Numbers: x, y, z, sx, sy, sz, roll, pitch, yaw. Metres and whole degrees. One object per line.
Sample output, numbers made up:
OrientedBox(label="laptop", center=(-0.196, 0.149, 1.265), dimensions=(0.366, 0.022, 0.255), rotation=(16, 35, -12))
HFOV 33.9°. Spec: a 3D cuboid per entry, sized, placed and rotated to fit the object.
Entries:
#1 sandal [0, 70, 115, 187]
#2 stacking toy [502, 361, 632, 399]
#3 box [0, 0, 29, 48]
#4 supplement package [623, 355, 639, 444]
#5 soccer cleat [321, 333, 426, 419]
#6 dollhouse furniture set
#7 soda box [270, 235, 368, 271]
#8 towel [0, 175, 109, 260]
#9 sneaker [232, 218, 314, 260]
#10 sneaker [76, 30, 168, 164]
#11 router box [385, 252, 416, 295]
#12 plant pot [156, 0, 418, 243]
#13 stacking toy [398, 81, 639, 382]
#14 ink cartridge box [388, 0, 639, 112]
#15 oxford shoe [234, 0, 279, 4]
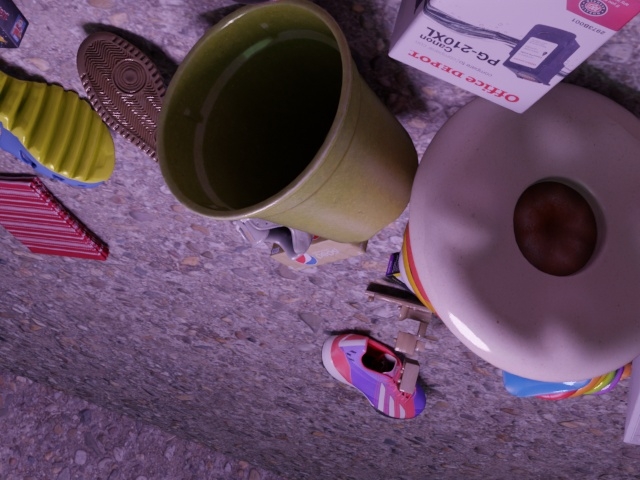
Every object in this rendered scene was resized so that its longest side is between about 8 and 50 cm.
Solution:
OrientedBox(label="sandal", center=(-0.451, -0.177, 1.556), dimensions=(0.317, 0.126, 0.138), rotation=(32, 155, -14))
OrientedBox(label="stacking toy", center=(0.460, 0.207, 1.827), dimensions=(0.175, 0.166, 0.301), rotation=(-15, 156, 41))
OrientedBox(label="box", center=(-0.499, -0.333, 1.330), dimensions=(0.159, 0.044, 0.233), rotation=(6, 153, 20))
OrientedBox(label="supplement package", center=(0.595, 0.201, 1.638), dimensions=(0.198, 0.199, 0.263), rotation=(8, 154, 14))
OrientedBox(label="soccer cleat", center=(0.139, 0.288, 2.196), dimensions=(0.116, 0.109, 0.318), rotation=(-15, 140, 40))
OrientedBox(label="dollhouse furniture set", center=(0.121, 0.175, 1.857), dimensions=(0.123, 0.151, 0.144), rotation=(14, 179, 4))
OrientedBox(label="soda box", center=(0.000, 0.000, 1.725), dimensions=(0.061, 0.058, 0.181), rotation=(32, 151, -32))
OrientedBox(label="towel", center=(-0.538, -0.044, 1.972), dimensions=(0.198, 0.031, 0.275), rotation=(5, 151, 26))
OrientedBox(label="sneaker", center=(-0.111, -0.060, 1.589), dimensions=(0.262, 0.121, 0.099), rotation=(25, 152, -20))
OrientedBox(label="sneaker", center=(-0.220, -0.168, 1.451), dimensions=(0.282, 0.099, 0.153), rotation=(47, -176, -10))
OrientedBox(label="router box", center=(0.218, 0.071, 1.763), dimensions=(0.179, 0.046, 0.133), rotation=(33, 150, -33))
OrientedBox(label="plant pot", center=(-0.014, -0.118, 1.296), dimensions=(0.276, 0.276, 0.254), rotation=(-3, 161, 35))
OrientedBox(label="stacking toy", center=(0.224, 0.018, 1.391), dimensions=(0.350, 0.351, 0.480), rotation=(20, 167, -10))
OrientedBox(label="ink cartridge box", center=(0.196, -0.245, 1.054), dimensions=(0.171, 0.100, 0.237), rotation=(22, 154, -12))
OrientedBox(label="oxford shoe", center=(-0.039, -0.292, 1.138), dimensions=(0.212, 0.076, 0.076), rotation=(13, -163, 29))
